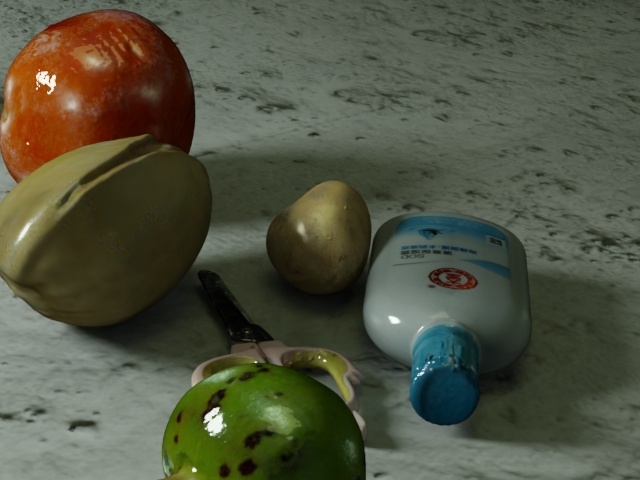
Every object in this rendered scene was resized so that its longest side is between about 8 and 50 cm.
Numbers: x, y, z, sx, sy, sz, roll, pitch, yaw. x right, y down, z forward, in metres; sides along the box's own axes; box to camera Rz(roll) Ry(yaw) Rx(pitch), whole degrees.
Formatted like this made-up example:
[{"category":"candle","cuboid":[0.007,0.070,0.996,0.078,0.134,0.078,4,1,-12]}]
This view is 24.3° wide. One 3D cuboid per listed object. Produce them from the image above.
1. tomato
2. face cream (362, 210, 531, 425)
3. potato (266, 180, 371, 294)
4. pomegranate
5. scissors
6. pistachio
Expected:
[{"category":"tomato","cuboid":[-0.235,-0.141,1.628,0.188,0.232,0.232,34,33,22]},{"category":"face cream","cuboid":[0.121,0.068,1.423,0.163,0.080,0.337,8,24,3]},{"category":"potato","cuboid":[0.001,0.000,1.517,0.112,0.112,0.147,11,22,9]},{"category":"pomegranate","cuboid":[-0.062,0.183,1.076,0.220,0.156,0.156,-43,47,-20]},{"category":"scissors","cuboid":[-0.059,0.100,1.371,0.160,0.024,0.317,-4,27,-20]},{"category":"pistachio","cuboid":[-0.202,-0.013,1.388,0.162,0.181,0.293,33,25,15]}]
